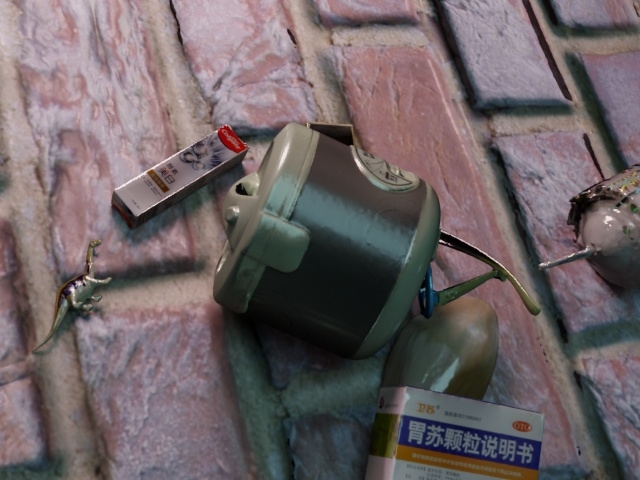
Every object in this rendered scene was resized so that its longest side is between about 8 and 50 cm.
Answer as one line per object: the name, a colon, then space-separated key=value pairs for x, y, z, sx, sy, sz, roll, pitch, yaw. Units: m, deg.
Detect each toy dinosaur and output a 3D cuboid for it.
toy dinosaur: x=-0.322 y=0.075 z=1.357 sx=0.058 sy=0.037 sz=0.180 roll=14 pitch=49 yaw=14

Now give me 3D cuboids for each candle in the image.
candle: x=0.502 y=-0.021 z=1.627 sx=0.330 sy=0.187 sz=0.187 roll=-25 pitch=74 yaw=-27

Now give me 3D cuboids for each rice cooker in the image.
rice cooker: x=-0.002 y=-0.003 z=1.378 sx=0.277 sy=0.288 sz=0.288 roll=24 pitch=58 yaw=-6

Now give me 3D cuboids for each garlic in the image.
garlic: x=0.166 y=0.203 z=1.440 sx=0.143 sy=0.112 sz=0.318 roll=26 pitch=69 yaw=-9

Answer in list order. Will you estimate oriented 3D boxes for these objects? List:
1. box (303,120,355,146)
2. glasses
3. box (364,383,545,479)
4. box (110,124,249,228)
box: x=0.014 y=-0.146 z=1.595 sx=0.079 sy=0.035 sz=0.083 roll=1 pitch=64 yaw=-19
glasses: x=0.207 y=0.059 z=1.478 sx=0.207 sy=0.102 sz=0.239 roll=33 pitch=21 yaw=-9
box: x=0.159 y=0.350 z=1.301 sx=0.200 sy=0.106 sz=0.299 roll=13 pitch=77 yaw=-14
box: x=-0.204 y=-0.095 z=1.486 sx=0.218 sy=0.039 sz=0.055 roll=-36 pitch=79 yaw=-32
